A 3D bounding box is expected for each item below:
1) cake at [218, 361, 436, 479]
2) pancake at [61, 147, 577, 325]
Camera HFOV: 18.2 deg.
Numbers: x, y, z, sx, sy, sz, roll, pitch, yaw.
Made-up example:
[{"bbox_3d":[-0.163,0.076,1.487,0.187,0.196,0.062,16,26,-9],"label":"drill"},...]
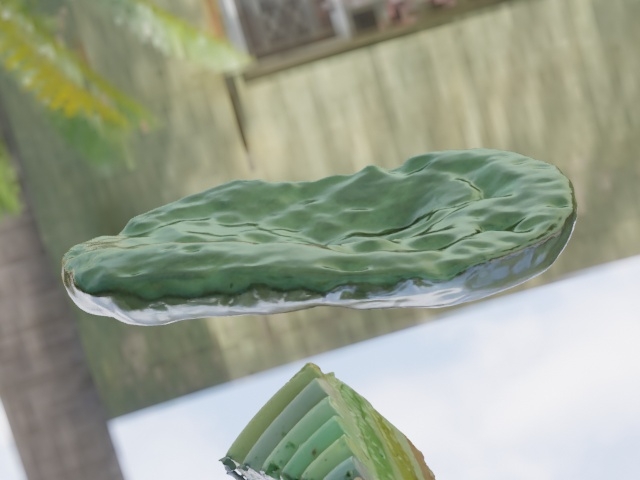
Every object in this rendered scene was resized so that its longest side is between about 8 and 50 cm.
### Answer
[{"bbox_3d":[0.032,0.140,1.163,0.090,0.109,0.225,-50,-161,-11],"label":"cake"},{"bbox_3d":[0.000,0.001,0.919,0.236,0.042,0.222,-10,-164,-15],"label":"pancake"}]
